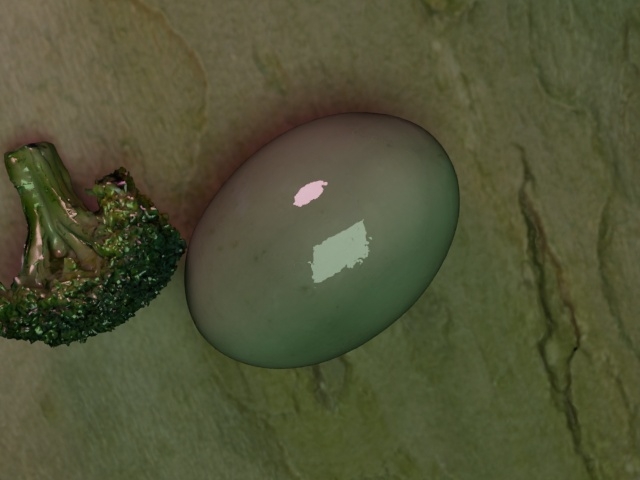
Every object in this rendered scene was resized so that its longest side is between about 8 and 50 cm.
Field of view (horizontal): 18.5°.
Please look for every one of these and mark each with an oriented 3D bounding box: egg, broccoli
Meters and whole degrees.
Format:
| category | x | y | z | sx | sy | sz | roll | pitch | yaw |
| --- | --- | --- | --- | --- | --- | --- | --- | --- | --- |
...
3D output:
| category | x | y | z | sx | sy | sz | roll | pitch | yaw |
| --- | --- | --- | --- | --- | --- | --- | --- | --- | --- |
| egg | 0.000 | 0.000 | 1.799 | 0.282 | 0.203 | 0.203 | -37 | 114 | 11 |
| broccoli | -0.228 | -0.004 | 1.789 | 0.194 | 0.194 | 0.219 | 38 | 139 | -22 |
